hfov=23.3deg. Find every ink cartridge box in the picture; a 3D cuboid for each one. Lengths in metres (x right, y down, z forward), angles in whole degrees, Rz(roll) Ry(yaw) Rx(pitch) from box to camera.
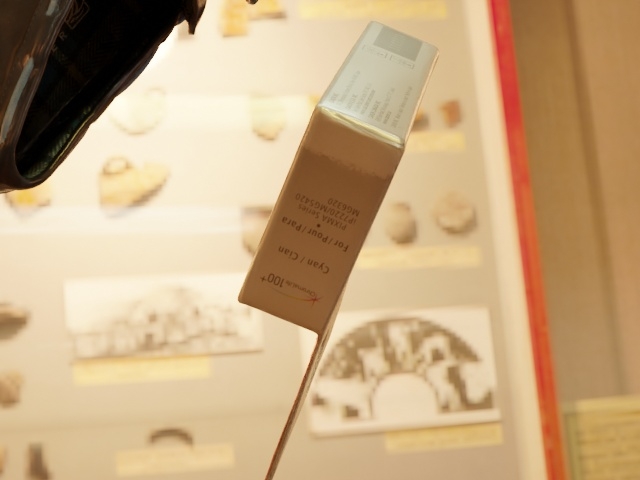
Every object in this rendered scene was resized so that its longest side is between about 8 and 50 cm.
[{"bbox_3d":[0.000,0.000,1.087,0.066,0.261,0.296,22,19,1],"label":"ink cartridge box"}]

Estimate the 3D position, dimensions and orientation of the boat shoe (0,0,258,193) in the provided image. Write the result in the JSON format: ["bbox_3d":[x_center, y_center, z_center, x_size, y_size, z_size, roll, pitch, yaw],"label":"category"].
[{"bbox_3d":[-0.081,-0.120,0.726,0.089,0.258,0.109,22,-13,42],"label":"boat shoe"}]
